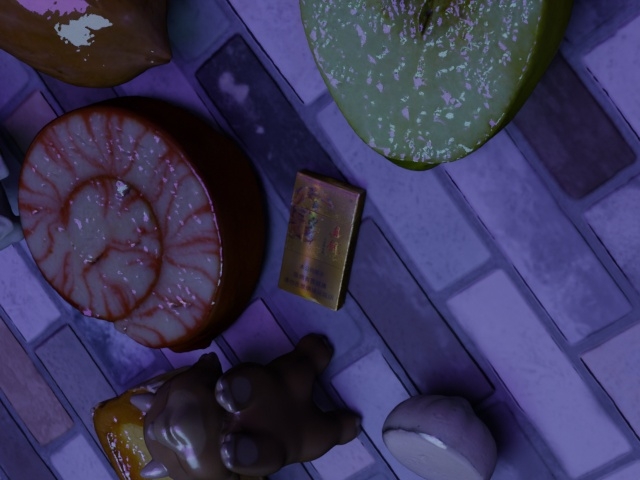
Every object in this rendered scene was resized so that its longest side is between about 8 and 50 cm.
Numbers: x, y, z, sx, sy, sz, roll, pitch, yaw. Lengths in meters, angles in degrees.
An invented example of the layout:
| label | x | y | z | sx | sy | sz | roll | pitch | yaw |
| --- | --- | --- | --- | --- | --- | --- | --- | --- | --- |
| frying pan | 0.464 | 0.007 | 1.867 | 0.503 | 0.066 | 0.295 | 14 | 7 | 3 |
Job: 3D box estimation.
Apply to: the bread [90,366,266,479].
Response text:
| label | x | y | z | sx | sy | sz | roll | pitch | yaw |
| --- | --- | --- | --- | --- | --- | --- | --- | --- | --- |
| bread | -0.172 | 0.309 | 1.596 | 0.153 | 0.119 | 0.288 | -31 | 90 | 37 |

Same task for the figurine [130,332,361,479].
| label | x | y | z | sx | sy | sz | roll | pitch | yaw |
| --- | --- | --- | --- | --- | --- | --- | --- | --- | --- |
| figurine | -0.106 | 0.217 | 1.467 | 0.173 | 0.247 | 0.177 | -17 | 96 | 42 |

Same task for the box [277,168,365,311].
| label | x | y | z | sx | sy | sz | roll | pitch | yaw |
| --- | --- | --- | --- | --- | --- | --- | --- | --- | --- |
| box | 0.000 | 0.000 | 1.452 | 0.089 | 0.022 | 0.156 | 21 | 115 | 21 |

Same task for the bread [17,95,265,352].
| label | x | y | z | sx | sy | sz | roll | pitch | yaw |
| --- | --- | --- | --- | --- | --- | --- | --- | --- | --- |
| bread | -0.224 | -0.030 | 1.511 | 0.328 | 0.114 | 0.295 | 32 | 119 | 18 |

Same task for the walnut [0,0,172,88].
| label | x | y | z | sx | sy | sz | roll | pitch | yaw |
| --- | --- | --- | --- | --- | --- | --- | --- | --- | --- |
| walnut | -0.295 | -0.282 | 1.422 | 0.298 | 0.203 | 0.203 | 37 | 120 | 10 |

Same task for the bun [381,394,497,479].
| label | x | y | z | sx | sy | sz | roll | pitch | yaw |
| --- | --- | --- | --- | --- | --- | --- | --- | --- | --- |
| bun | 0.147 | 0.222 | 1.406 | 0.138 | 0.094 | 0.138 | 27 | 154 | 15 |

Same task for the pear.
| label | x | y | z | sx | sy | sz | roll | pitch | yaw |
| --- | --- | --- | --- | --- | --- | --- | --- | --- | --- |
| pear | 0.125 | -0.198 | 1.240 | 0.293 | 0.159 | 0.292 | 11 | 112 | 29 |

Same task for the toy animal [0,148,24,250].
| label | x | y | z | sx | sy | sz | roll | pitch | yaw |
| --- | --- | --- | --- | --- | --- | --- | --- | --- | --- |
| toy animal | -0.509 | -0.108 | 1.605 | 0.325 | 0.154 | 0.208 | 52 | 155 | 10 |
